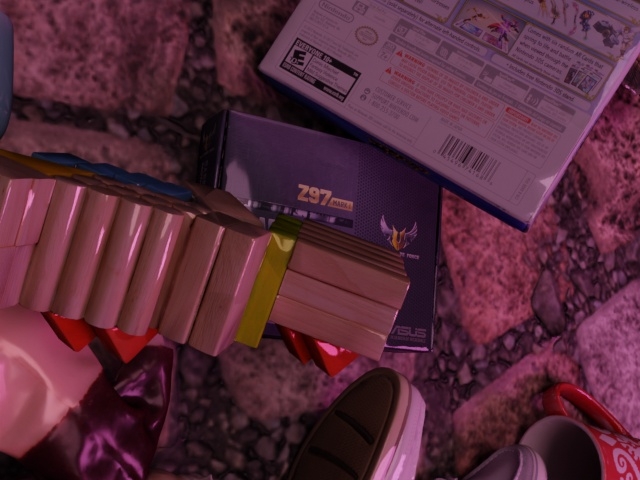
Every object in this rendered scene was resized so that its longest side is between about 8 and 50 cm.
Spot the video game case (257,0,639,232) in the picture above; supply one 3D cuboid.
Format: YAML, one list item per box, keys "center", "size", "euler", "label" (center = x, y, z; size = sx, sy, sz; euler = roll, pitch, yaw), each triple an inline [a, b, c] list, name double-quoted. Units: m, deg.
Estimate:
- center: [0.123, -0.179, 0.668]
  size: [0.269, 0.061, 0.244]
  euler: [32, 90, 13]
  label: "video game case"

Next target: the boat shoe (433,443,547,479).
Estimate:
- center: [0.128, 0.268, 0.725]
  size: [0.227, 0.079, 0.081]
  euler: [-45, 111, -24]
  label: "boat shoe"

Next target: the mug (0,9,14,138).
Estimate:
- center: [-0.266, -0.102, 0.494]
  size: [0.129, 0.157, 0.098]
  euler: [2, 86, -16]
  label: "mug"

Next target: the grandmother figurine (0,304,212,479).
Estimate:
- center: [-0.185, 0.118, 0.552]
  size: [0.208, 0.104, 0.342]
  euler: [-44, 109, -31]
  label: "grandmother figurine"

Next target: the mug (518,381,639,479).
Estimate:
- center: [0.305, 0.234, 0.819]
  size: [0.169, 0.113, 0.150]
  euler: [17, 77, -31]
  label: "mug"

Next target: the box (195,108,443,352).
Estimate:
- center: [0.000, 0.000, 0.695]
  size: [0.232, 0.059, 0.184]
  euler: [11, 77, -29]
  label: "box"

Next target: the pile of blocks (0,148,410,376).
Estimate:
- center: [-0.107, 0.024, 0.539]
  size: [0.362, 0.149, 0.113]
  euler: [16, 101, -25]
  label: "pile of blocks"

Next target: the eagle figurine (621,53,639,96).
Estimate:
- center: [0.309, -0.254, 0.841]
  size: [0.298, 0.226, 0.225]
  euler: [-5, 66, -26]
  label: "eagle figurine"

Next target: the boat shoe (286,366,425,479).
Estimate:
- center: [0.023, 0.259, 0.654]
  size: [0.103, 0.113, 0.302]
  euler: [29, 81, -26]
  label: "boat shoe"
